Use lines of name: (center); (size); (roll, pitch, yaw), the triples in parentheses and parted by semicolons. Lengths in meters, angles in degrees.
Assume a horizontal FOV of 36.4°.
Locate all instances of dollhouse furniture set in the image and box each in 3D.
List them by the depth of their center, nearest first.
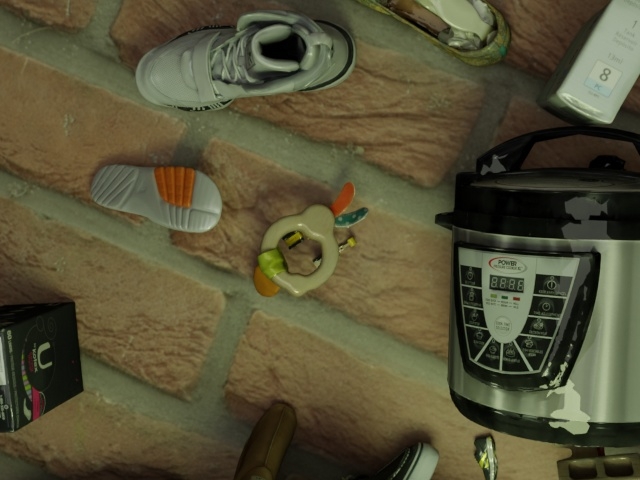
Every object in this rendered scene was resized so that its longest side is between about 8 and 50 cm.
dollhouse furniture set: (0.435, 0.412, 1.421); (0.152, 0.374, 0.201); (-8, 111, 12)

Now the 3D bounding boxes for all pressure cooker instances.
pressure cooker: (0.361, 0.048, 1.392); (0.369, 0.375, 0.421); (1, 96, -6)

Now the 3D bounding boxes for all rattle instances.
rattle: (-0.014, 0.006, 1.581); (0.130, 0.143, 0.200); (30, 69, 17)

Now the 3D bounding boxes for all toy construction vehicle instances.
toy construction vehicle: (0.000, 0.000, 1.607); (0.098, 0.035, 0.086); (-37, 87, 18)

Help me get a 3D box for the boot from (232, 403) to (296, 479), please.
boot: (-0.120, 0.414, 1.548); (0.089, 0.269, 0.236); (34, 107, -5)

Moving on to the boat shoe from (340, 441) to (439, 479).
boat shoe: (0.056, 0.445, 1.594); (0.119, 0.121, 0.335); (39, 101, 1)

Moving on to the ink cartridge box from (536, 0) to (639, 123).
ink cartridge box: (0.443, -0.345, 1.362); (0.091, 0.308, 0.385); (28, 99, 5)

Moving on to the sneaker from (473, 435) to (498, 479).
sneaker: (0.271, 0.362, 1.603); (0.035, 0.031, 0.083); (-3, 91, 23)

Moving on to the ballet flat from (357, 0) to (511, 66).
ballet flat: (0.144, -0.387, 1.503); (0.348, 0.123, 0.123); (34, 100, 5)

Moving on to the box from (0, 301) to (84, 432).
box: (-0.507, 0.201, 1.583); (0.143, 0.270, 0.165); (-3, 95, 9)

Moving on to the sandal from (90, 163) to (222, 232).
sandal: (-0.262, -0.074, 1.625); (0.265, 0.076, 0.102); (14, 83, 28)

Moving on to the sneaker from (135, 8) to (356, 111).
sneaker: (-0.134, -0.282, 1.508); (0.365, 0.210, 0.137); (-6, 94, 10)
